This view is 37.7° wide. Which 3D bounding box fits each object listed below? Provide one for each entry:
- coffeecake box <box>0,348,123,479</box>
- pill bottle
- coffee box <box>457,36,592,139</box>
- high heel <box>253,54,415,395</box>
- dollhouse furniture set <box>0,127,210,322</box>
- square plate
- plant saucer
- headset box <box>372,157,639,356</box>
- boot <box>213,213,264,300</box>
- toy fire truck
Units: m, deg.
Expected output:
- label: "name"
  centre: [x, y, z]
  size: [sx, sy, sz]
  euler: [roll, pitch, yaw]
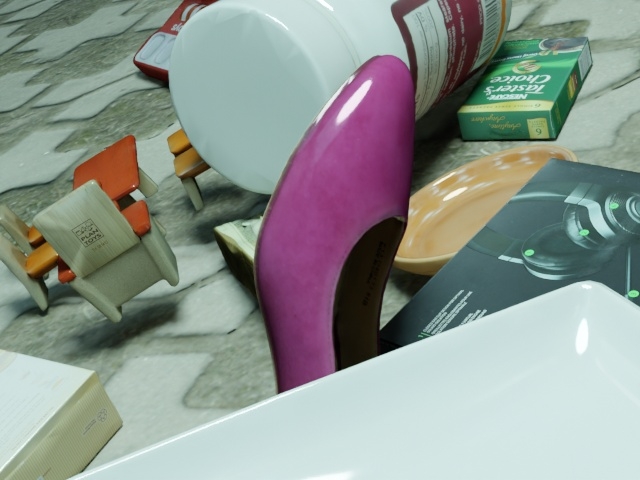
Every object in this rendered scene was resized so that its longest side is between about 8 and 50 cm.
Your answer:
- label: "coffeecake box"
  centre: [-0.293, 0.169, 0.817]
  size: [0.185, 0.068, 0.142]
  euler: [6, 40, 33]
- label: "pill bottle"
  centre: [0.033, -0.212, 1.005]
  size: [0.224, 0.224, 0.392]
  euler: [6, 30, 33]
- label: "coffee box"
  centre: [0.243, -0.181, 1.100]
  size: [0.113, 0.040, 0.184]
  euler: [4, 39, 31]
- label: "high heel"
  centre: [0.043, 0.082, 0.574]
  size: [0.181, 0.377, 0.127]
  euler: [18, 7, 24]
- label: "dollhouse furniture set"
  centre: [-0.223, -0.044, 0.974]
  size: [0.262, 0.135, 0.259]
  euler: [-32, 30, 3]
- label: "square plate"
  centre: [0.085, 0.160, 0.391]
  size: [0.347, 0.049, 0.344]
  euler: [-19, 32, -18]
- label: "plant saucer"
  centre: [0.151, -0.024, 0.880]
  size: [0.199, 0.037, 0.200]
  euler: [-25, 20, 10]
- label: "headset box"
  centre: [0.212, 0.073, 0.655]
  size: [0.283, 0.131, 0.246]
  euler: [16, 46, 41]
- label: "boot"
  centre: [0.000, 0.000, 0.914]
  size: [0.165, 0.077, 0.213]
  euler: [-27, 26, -14]
- label: "toy fire truck"
  centre: [-0.140, -0.328, 1.426]
  size: [0.254, 0.169, 0.302]
  euler: [-53, 40, -8]
